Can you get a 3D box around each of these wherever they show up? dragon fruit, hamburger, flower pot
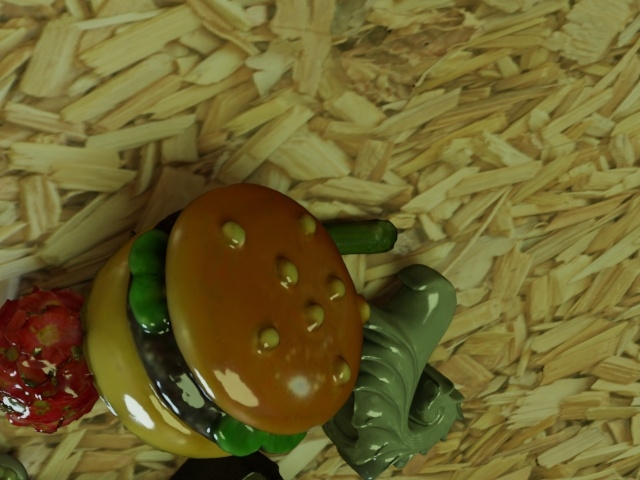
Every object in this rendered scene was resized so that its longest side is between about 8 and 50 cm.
[{"bbox_3d":[-0.406,0.185,1.574,0.205,0.210,0.268,-27,147,-33],"label":"dragon fruit"},{"bbox_3d":[-0.123,0.118,1.504,0.277,0.396,0.396,-25,138,37],"label":"hamburger"},{"bbox_3d":[0.124,0.236,1.896,0.254,0.164,0.367,-22,124,-23],"label":"flower pot"}]

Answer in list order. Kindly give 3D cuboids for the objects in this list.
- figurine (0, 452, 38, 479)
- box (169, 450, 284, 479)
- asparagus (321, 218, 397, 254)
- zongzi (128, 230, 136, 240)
[{"bbox_3d":[-0.502,0.412,1.703,0.147,0.093,0.197,-13,131,22],"label":"figurine"},{"bbox_3d":[-0.191,0.498,1.885,0.273,0.143,0.184,-44,128,1],"label":"box"},{"bbox_3d":[0.000,-0.002,1.763,0.277,0.067,0.060,-3,92,-27],"label":"asparagus"},{"bbox_3d":[-0.210,0.105,1.690,0.247,0.111,0.241,1,108,-35],"label":"zongzi"}]
